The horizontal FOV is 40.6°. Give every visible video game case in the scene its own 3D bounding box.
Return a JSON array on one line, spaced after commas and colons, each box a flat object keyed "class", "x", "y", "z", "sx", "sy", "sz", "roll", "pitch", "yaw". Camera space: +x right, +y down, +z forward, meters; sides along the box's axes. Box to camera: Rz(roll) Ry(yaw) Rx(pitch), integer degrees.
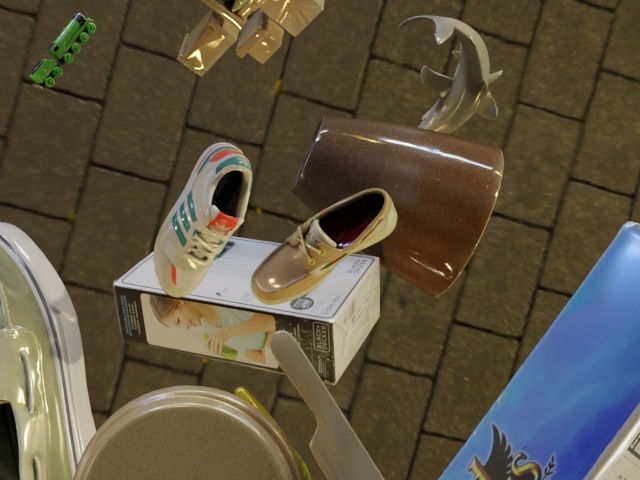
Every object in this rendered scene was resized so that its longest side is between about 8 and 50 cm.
[{"class": "video game case", "x": 0.138, "y": 0.157, "z": 0.452, "sx": 0.270, "sy": 0.061, "sz": 0.244, "roll": -53, "pitch": 136, "yaw": -1}]

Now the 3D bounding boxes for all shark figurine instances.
[{"class": "shark figurine", "x": 0.213, "y": -0.228, "z": 1.236, "sx": 0.166, "sy": 0.278, "sz": 0.116, "roll": -23, "pitch": 59, "yaw": -6}]

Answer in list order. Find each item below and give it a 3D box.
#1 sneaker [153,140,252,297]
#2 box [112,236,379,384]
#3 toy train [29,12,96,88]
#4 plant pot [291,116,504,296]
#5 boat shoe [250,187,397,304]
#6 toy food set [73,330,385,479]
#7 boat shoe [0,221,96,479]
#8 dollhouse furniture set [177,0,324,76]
[{"class": "sneaker", "x": -0.110, "y": -0.014, "z": 0.823, "sx": 0.057, "sy": 0.075, "sz": 0.161, "roll": 22, "pitch": 98, "yaw": -26}, {"class": "box", "x": -0.087, "y": 0.073, "z": 1.074, "sx": 0.289, "sy": 0.169, "sz": 0.087, "roll": 8, "pitch": 118, "yaw": 20}, {"class": "toy train", "x": -0.239, "y": -0.177, "z": 0.801, "sx": 0.023, "sy": 0.017, "sz": 0.083, "roll": 44, "pitch": 69, "yaw": -37}, {"class": "plant pot", "x": 0.087, "y": -0.069, "z": 1.140, "sx": 0.230, "sy": 0.215, "sz": 0.215, "roll": 24, "pitch": 92, "yaw": -6}, {"class": "boat shoe", "x": 0.000, "y": 0.000, "z": 0.690, "sx": 0.135, "sy": 0.045, "sz": 0.050, "roll": -36, "pitch": 67, "yaw": -9}, {"class": "toy food set", "x": -0.065, "y": 0.141, "z": 0.445, "sx": 0.192, "sy": 0.038, "sz": 0.132, "roll": -31, "pitch": 82, "yaw": 0}, {"class": "boat shoe", "x": -0.262, "y": 0.125, "z": 0.738, "sx": 0.109, "sy": 0.094, "sz": 0.302, "roll": -26, "pitch": 80, "yaw": 25}, {"class": "dollhouse furniture set", "x": -0.090, "y": -0.198, "z": 0.705, "sx": 0.101, "sy": 0.161, "sz": 0.182, "roll": 34, "pitch": 126, "yaw": -25}]
